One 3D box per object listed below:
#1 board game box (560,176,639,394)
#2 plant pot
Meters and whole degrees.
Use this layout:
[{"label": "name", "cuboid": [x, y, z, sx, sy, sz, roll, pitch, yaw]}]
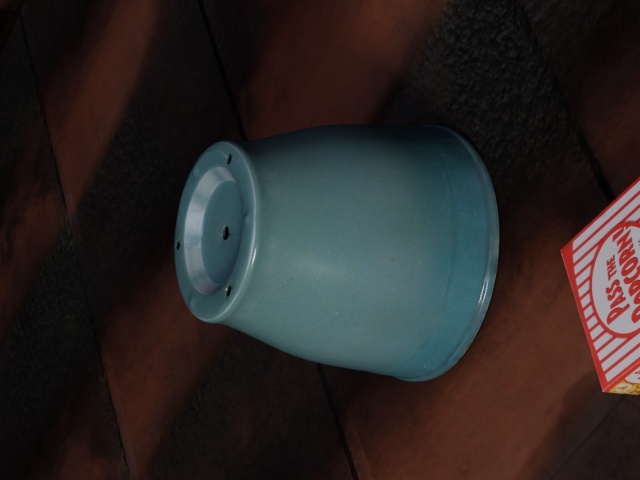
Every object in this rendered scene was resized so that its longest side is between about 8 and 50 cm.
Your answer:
[{"label": "board game box", "cuboid": [0.292, 0.022, 1.502, 0.193, 0.045, 0.147, -49, 44, 45]}, {"label": "plant pot", "cuboid": [0.000, 0.000, 1.805, 0.271, 0.255, 0.272, -20, 67, 58]}]
